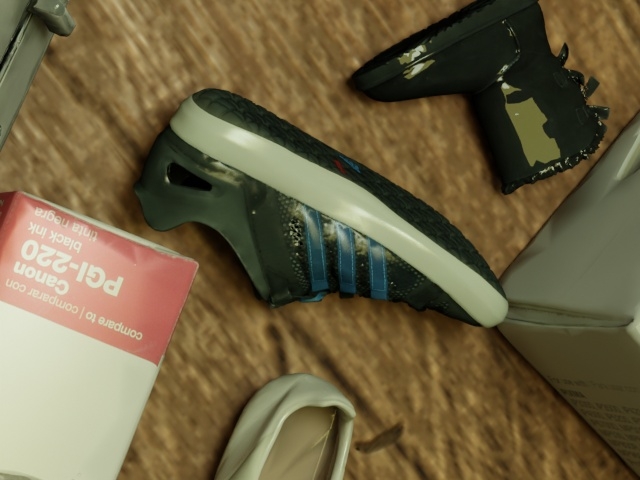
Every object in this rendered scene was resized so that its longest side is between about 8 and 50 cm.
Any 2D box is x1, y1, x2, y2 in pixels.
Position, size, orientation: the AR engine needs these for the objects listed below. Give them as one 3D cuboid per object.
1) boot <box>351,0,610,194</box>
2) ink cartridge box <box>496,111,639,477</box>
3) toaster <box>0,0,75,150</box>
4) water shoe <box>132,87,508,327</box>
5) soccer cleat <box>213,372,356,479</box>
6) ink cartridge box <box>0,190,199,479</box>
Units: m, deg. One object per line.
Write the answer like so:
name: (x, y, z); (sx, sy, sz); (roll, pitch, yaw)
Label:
boot: (0.087, -0.071, 1.027); (0.121, 0.045, 0.099); (-29, 103, -19)
ink cartridge box: (0.325, 0.069, 1.053); (0.385, 0.160, 0.279); (45, 75, -15)
toaster: (-0.219, -0.108, 0.847); (0.227, 0.129, 0.146); (24, 74, 18)
water shoe: (0.000, 0.000, 0.990); (0.203, 0.073, 0.080); (32, 105, -18)
soccer cleat: (-0.038, 0.157, 0.958); (0.068, 0.076, 0.196); (24, 82, -19)
ink cartridge box: (-0.153, 0.093, 0.870); (0.092, 0.158, 0.217); (22, 81, -21)
